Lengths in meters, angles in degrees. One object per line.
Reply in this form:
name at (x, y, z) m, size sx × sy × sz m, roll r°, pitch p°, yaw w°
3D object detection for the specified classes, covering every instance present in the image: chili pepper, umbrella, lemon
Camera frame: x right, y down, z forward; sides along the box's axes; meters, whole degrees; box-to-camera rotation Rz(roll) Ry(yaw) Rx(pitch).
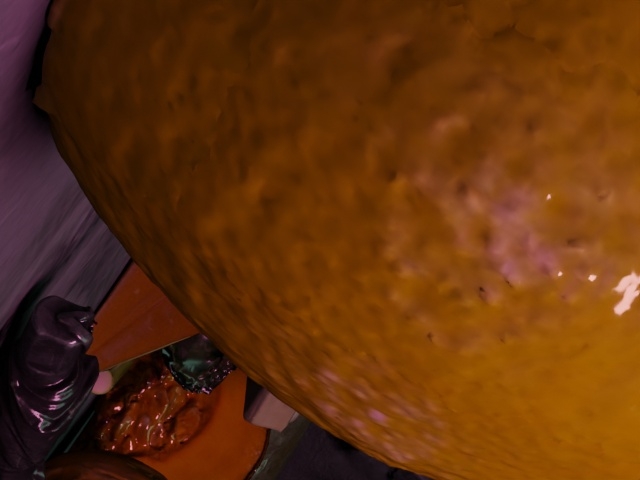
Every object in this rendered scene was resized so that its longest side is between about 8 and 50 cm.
chili pepper at (-0.075, 0.019, 1.542) m, size 0.264 × 0.116 × 0.148 m, roll -56°, pitch -170°, yaw 40°
umbrella at (-0.172, 0.106, 1.031) m, size 0.236 × 0.059 × 0.066 m, roll 124°, pitch -17°, yaw -51°
lemon at (0.101, -0.060, 0.695) m, size 0.364 × 0.364 × 0.364 m, roll -56°, pitch 178°, yaw -2°

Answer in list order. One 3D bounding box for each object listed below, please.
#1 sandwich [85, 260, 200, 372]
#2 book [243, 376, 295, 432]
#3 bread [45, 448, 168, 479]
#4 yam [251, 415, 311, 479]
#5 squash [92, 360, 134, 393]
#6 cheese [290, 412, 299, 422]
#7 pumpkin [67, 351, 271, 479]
sandwich at (-0.080, 0.061, 1.317) m, size 0.187 × 0.144 × 0.117 m, roll -56°, pitch 176°, yaw 1°
book at (0.009, -0.042, 1.638) m, size 0.371 × 0.043 × 0.260 m, roll -85°, pitch -160°, yaw -44°
bread at (-0.255, 0.324, 1.451) m, size 0.337 × 0.148 × 0.328 m, roll -58°, pitch -178°, yaw 15°
yam at (-0.134, 0.218, 1.919) m, size 0.300 × 0.195 × 0.195 m, roll -57°, pitch 178°, yaw 20°
squash at (-0.171, 0.102, 1.471) m, size 0.027 × 0.027 × 0.083 m, roll -56°, pitch 179°, yaw 15°
cheese at (-0.002, -0.002, 1.766) m, size 0.085 × 0.034 × 0.400 m, roll 118°, pitch -18°, yaw -46°
pumpkin at (-0.157, 0.212, 1.705) m, size 0.278 × 0.163 × 0.111 m, roll -57°, pitch -177°, yaw -25°
